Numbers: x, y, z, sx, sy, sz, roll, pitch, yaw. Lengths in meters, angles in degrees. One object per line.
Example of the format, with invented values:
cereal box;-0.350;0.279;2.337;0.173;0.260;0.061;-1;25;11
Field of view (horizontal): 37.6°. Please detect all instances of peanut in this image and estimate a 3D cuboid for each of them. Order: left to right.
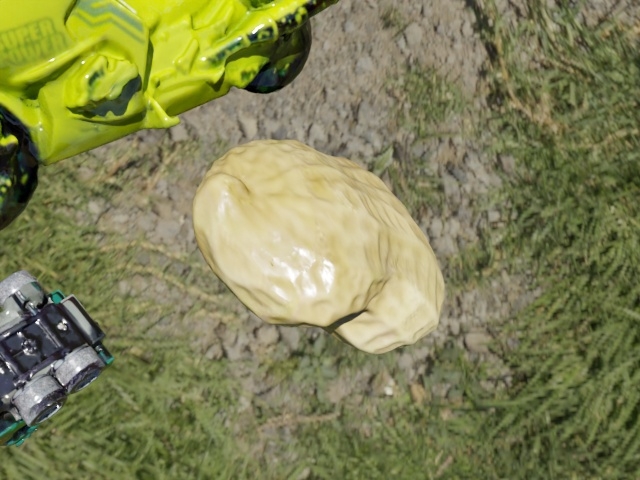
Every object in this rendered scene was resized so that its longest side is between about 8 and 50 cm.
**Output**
peanut;0.000;0.000;0.760;0.110;0.197;0.233;-42;146;21

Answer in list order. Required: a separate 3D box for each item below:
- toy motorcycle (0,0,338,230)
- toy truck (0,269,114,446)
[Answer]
toy motorcycle;-0.146;-0.154;0.630;0.142;0.342;0.206;22;133;45
toy truck;-0.421;0.192;1.176;0.176;0.363;0.178;48;143;10
